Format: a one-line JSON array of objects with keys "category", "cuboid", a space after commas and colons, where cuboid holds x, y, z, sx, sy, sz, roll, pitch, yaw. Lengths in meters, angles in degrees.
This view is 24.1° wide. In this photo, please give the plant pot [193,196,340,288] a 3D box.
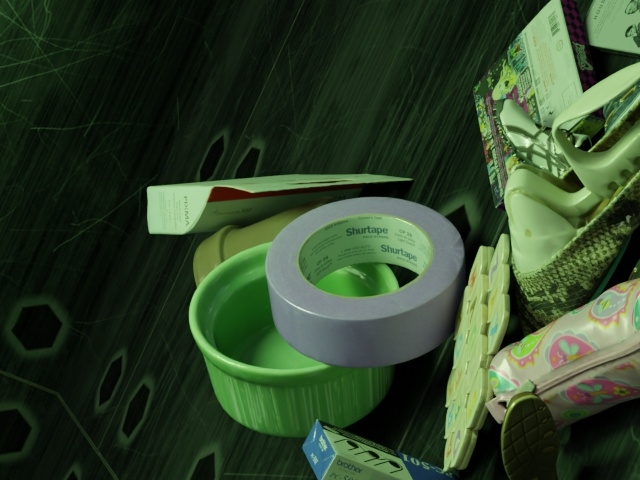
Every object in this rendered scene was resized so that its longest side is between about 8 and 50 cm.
[{"category": "plant pot", "cuboid": [-0.035, 0.051, 2.405, 0.229, 0.263, 0.263, -34, 33, 21]}]

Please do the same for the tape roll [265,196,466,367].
[{"category": "tape roll", "cuboid": [0.064, 0.054, 2.073, 0.275, 0.274, 0.090, -96, -2, -53]}]

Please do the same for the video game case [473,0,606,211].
[{"category": "video game case", "cuboid": [0.296, -0.187, 2.057, 0.210, 0.042, 0.232, -49, 35, 40]}]

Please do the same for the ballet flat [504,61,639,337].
[{"category": "ballet flat", "cuboid": [0.325, -0.079, 1.721, 0.483, 0.182, 0.164, -51, 24, 34]}]

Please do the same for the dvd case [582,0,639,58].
[{"category": "dvd case", "cuboid": [0.431, -0.324, 1.952, 0.179, 0.029, 0.238, -64, 20, 3]}]

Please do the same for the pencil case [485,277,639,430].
[{"category": "pencil case", "cuboid": [0.302, 0.127, 1.628, 0.284, 0.124, 0.124, -34, 37, 50]}]

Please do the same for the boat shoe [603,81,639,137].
[{"category": "boat shoe", "cuboid": [0.402, -0.181, 1.812, 0.183, 0.065, 0.083, -48, 28, 40]}]

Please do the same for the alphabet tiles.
[{"category": "alphabet tiles", "cuboid": [0.190, 0.141, 1.872, 0.284, 0.021, 0.278, -82, 5, -50]}]

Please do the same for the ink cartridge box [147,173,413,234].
[{"category": "ink cartridge box", "cuboid": [-0.072, -0.059, 2.499, 0.385, 0.308, 0.091, 6, 100, 59]}]

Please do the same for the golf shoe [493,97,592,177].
[{"category": "golf shoe", "cuboid": [0.300, -0.119, 1.919, 0.094, 0.077, 0.198, -43, 65, 23]}]

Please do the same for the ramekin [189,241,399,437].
[{"category": "ramekin", "cuboid": [-0.030, 0.144, 2.168, 0.303, 0.303, 0.148, -96, -1, -53]}]

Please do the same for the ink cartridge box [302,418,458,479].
[{"category": "ink cartridge box", "cuboid": [0.085, 0.293, 1.846, 0.046, 0.207, 0.097, -61, 22, 11]}]

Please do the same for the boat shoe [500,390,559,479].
[{"category": "boat shoe", "cuboid": [0.230, 0.239, 1.658, 0.060, 0.064, 0.178, -104, 2, -62]}]

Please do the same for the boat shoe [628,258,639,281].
[{"category": "boat shoe", "cuboid": [0.384, 0.011, 1.667, 0.133, 0.049, 0.042, -65, 28, 14]}]
